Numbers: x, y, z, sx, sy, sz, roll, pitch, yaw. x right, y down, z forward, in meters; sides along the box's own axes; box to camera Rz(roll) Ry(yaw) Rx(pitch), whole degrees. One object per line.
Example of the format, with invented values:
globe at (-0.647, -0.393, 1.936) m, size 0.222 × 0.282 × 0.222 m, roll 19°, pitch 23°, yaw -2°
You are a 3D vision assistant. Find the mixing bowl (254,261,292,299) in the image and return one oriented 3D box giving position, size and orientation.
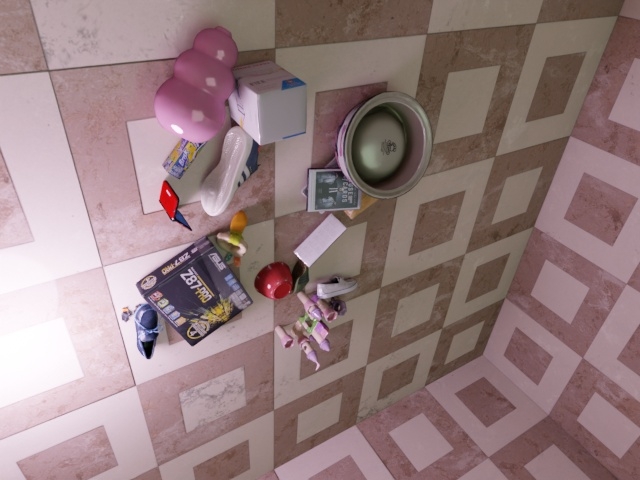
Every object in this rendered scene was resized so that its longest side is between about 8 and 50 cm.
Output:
mixing bowl at (-0.191, 0.196, 2.087) m, size 0.181 × 0.098 × 0.182 m, roll -22°, pitch 134°, yaw -24°

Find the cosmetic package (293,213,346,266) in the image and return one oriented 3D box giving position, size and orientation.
cosmetic package at (0.000, 0.000, 2.075) m, size 0.239 × 0.099 × 0.060 m, roll -45°, pitch 176°, yaw 1°

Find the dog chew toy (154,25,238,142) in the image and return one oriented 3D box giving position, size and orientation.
dog chew toy at (-0.348, -0.460, 1.378) m, size 0.206 × 0.206 × 0.332 m, roll 17°, pitch 102°, yaw -45°

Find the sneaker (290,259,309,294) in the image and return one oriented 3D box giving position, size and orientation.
sneaker at (-0.085, 0.162, 2.177) m, size 0.086 × 0.064 × 0.192 m, roll -1°, pitch 123°, yaw -48°

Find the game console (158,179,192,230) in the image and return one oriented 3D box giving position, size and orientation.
game console at (-0.477, -0.117, 1.577) m, size 0.085 × 0.144 × 0.124 m, roll 0°, pitch 122°, yaw -39°

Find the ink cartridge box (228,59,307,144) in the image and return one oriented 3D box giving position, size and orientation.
ink cartridge box at (-0.174, -0.442, 1.493) m, size 0.171 × 0.233 × 0.168 m, roll -21°, pitch 135°, yaw -24°

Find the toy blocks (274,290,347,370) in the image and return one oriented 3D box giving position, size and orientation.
toy blocks at (-0.002, 0.440, 2.309) m, size 0.308 × 0.260 × 0.289 m, roll 18°, pitch 109°, yaw -45°

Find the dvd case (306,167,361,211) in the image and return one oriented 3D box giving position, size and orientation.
dvd case at (0.059, -0.210, 1.936) m, size 0.238 × 0.029 × 0.180 m, roll -4°, pitch 110°, yaw -19°

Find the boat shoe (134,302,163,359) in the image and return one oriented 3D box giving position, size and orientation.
boat shoe at (-0.664, 0.357, 1.841) m, size 0.109 × 0.089 × 0.258 m, roll -19°, pitch 136°, yaw -32°

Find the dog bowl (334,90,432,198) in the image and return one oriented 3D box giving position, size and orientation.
dog bowl at (0.236, -0.374, 1.856) m, size 0.407 × 0.150 × 0.408 m, roll -8°, pitch 107°, yaw -25°

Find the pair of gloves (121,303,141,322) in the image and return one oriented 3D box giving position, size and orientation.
pair of gloves at (-0.719, 0.280, 1.803) m, size 0.083 × 0.010 × 0.074 m, roll -12°, pitch 129°, yaw -30°

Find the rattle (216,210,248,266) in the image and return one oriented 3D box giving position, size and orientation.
rattle at (-0.335, -0.003, 1.867) m, size 0.130 × 0.143 × 0.200 m, roll -6°, pitch 151°, yaw 5°

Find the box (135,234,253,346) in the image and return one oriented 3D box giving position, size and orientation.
box at (-0.484, 0.211, 1.870) m, size 0.318 × 0.097 × 0.395 m, roll -37°, pitch 137°, yaw -13°

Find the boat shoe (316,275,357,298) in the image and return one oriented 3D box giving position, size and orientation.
boat shoe at (0.087, 0.218, 2.331) m, size 0.258 × 0.095 × 0.084 m, roll -14°, pitch 103°, yaw -45°

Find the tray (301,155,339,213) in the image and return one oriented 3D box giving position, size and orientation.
tray at (0.054, -0.253, 1.953) m, size 0.270 × 0.030 × 0.145 m, roll -44°, pitch 120°, yaw -1°

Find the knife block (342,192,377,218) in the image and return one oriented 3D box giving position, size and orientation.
knife block at (0.237, -0.230, 2.092) m, size 0.242 × 0.088 × 0.276 m, roll 1°, pitch 121°, yaw -38°

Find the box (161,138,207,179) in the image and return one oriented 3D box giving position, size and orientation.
box at (-0.440, -0.288, 1.534) m, size 0.169 × 0.059 × 0.054 m, roll -51°, pitch 139°, yaw 7°

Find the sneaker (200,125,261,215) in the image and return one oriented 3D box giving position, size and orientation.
sneaker at (-0.295, -0.235, 1.652) m, size 0.350 × 0.131 × 0.148 m, roll -55°, pitch 161°, yaw 27°
